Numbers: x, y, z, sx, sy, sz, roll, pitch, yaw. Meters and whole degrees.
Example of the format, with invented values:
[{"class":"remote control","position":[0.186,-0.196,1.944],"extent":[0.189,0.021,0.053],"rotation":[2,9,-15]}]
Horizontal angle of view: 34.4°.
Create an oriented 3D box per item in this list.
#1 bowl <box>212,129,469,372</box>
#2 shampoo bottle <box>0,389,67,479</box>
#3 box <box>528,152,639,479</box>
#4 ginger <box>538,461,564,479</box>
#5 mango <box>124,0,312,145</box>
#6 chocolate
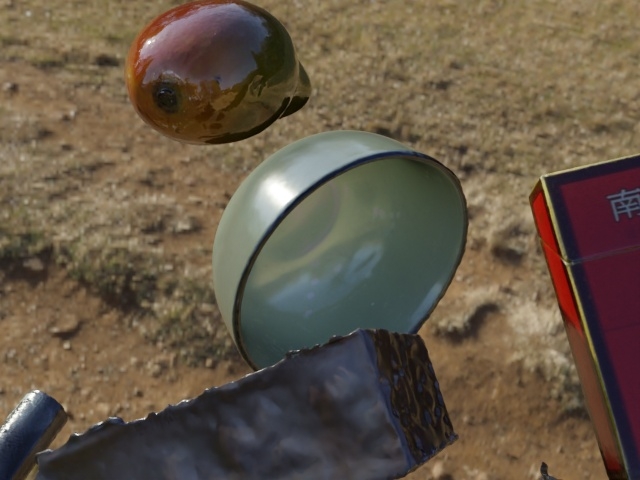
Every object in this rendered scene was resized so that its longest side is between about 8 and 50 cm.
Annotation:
[{"class":"bowl","position":[0.000,0.000,1.338],"extent":[0.354,0.354,0.185],"rotation":[-14,39,-30]},{"class":"shampoo bottle","position":[-0.349,0.251,1.096],"extent":[0.063,0.057,0.208],"rotation":[30,49,3]},{"class":"box","position":[0.266,0.052,0.790],"extent":[0.153,0.074,0.240],"rotation":[-14,76,2]},{"class":"ginger","position":[0.205,0.319,0.847],"extent":[0.122,0.290,0.084],"rotation":[21,38,37]},{"class":"mango","position":[-0.090,-0.150,0.943],"extent":[0.146,0.129,0.289],"rotation":[-13,3,5]},{"class":"chocolate","position":[-0.061,0.156,0.757],"extent":[0.112,0.321,0.112],"rotation":[0,67,-60]}]
